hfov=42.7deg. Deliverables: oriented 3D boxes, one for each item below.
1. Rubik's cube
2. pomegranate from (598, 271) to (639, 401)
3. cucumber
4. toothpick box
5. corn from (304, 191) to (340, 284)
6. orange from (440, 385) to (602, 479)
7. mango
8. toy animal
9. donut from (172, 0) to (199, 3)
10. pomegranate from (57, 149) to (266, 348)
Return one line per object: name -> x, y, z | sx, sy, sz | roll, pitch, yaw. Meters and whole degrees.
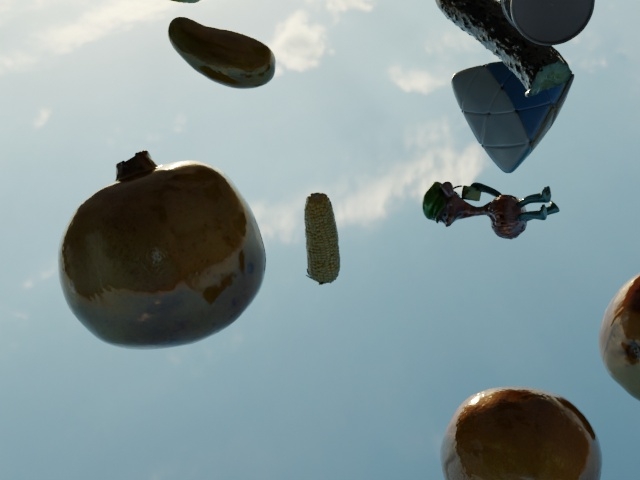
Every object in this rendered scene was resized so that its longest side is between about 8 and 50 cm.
Rubik's cube -> 0.396, -0.304, 1.738 | 0.254, 0.254, 0.254 | -7, -145, 5
pomegranate -> 0.712, 0.186, 1.608 | 0.319, 0.319, 0.319 | -7, -145, 5
cucumber -> 0.269, -0.323, 1.249 | 0.081, 0.072, 0.303 | -23, -130, -8
toothpick box -> 0.279, -0.301, 1.019 | 0.098, 0.098, 0.149 | -5, -159, 9
corn -> 0.003, -0.003, 2.134 | 0.091, 0.260, 0.091 | 12, -143, 24
orange -> 0.328, 0.356, 1.347 | 0.261, 0.261, 0.261 | -7, -145, 5
mango -> -0.197, -0.371, 1.624 | 0.227, 0.099, 0.136 | 22, -138, -15
toy animal -> 0.271, -0.058, 1.305 | 0.208, 0.100, 0.103 | 2, -137, 31
donut -> -0.222, -0.394, 1.154 | 0.162, 0.065, 0.178 | -4, -135, -38
pomegranate -> -0.308, 0.015, 1.602 | 0.416, 0.417, 0.417 | -7, -145, 5
